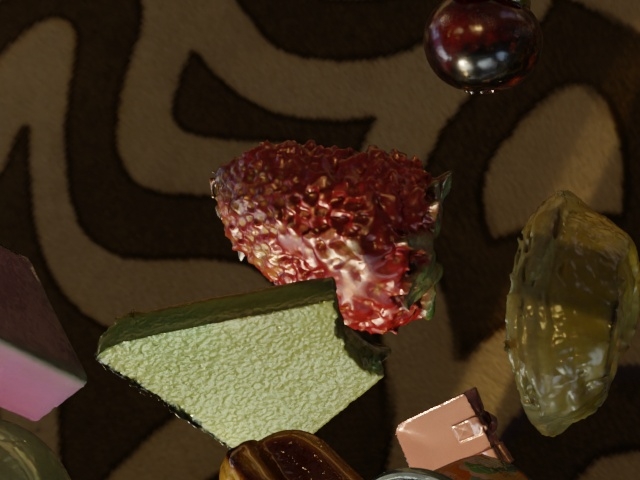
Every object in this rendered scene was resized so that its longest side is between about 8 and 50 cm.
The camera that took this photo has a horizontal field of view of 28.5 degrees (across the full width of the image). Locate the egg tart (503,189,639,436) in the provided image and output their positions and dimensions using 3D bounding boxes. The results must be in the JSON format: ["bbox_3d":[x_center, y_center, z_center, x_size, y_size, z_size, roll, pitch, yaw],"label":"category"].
[{"bbox_3d":[0.251,0.069,1.197,0.098,0.252,0.231,3,112,30],"label":"egg tart"}]

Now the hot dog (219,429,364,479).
[{"bbox_3d":[0.018,0.224,0.849,0.250,0.104,0.076,42,131,36],"label":"hot dog"}]

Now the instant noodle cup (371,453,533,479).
[{"bbox_3d":[0.129,0.268,1.117,0.208,0.125,0.177,2,102,38],"label":"instant noodle cup"}]

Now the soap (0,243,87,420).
[{"bbox_3d":[-0.341,0.054,1.173,0.081,0.259,0.181,-36,61,4],"label":"soap"}]

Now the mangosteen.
[{"bbox_3d":[0.238,-0.310,1.821,0.200,0.200,0.199,-7,70,20],"label":"mangosteen"}]

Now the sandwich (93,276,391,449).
[{"bbox_3d":[-0.069,0.104,1.286,0.212,0.245,0.063,-42,30,16],"label":"sandwich"}]

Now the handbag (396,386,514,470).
[{"bbox_3d":[0.219,0.344,1.885,0.157,0.059,0.212,-32,77,34],"label":"handbag"}]

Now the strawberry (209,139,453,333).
[{"bbox_3d":[0.000,0.000,1.522,0.306,0.138,0.233,7,107,7],"label":"strawberry"}]

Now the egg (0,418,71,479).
[{"bbox_3d":[-0.347,0.285,1.336,0.169,0.169,0.236,-49,44,1],"label":"egg"}]
